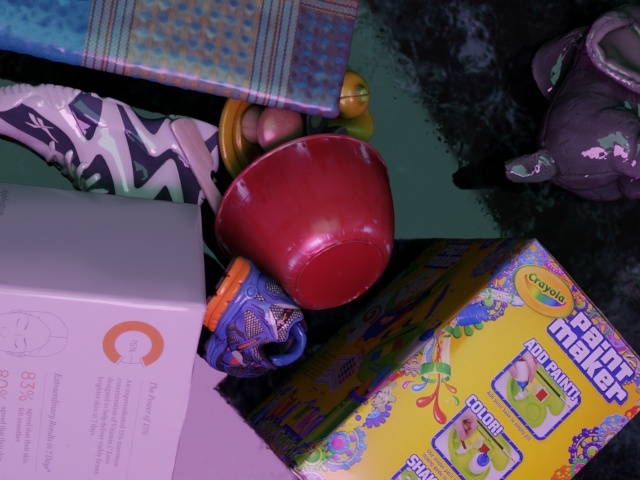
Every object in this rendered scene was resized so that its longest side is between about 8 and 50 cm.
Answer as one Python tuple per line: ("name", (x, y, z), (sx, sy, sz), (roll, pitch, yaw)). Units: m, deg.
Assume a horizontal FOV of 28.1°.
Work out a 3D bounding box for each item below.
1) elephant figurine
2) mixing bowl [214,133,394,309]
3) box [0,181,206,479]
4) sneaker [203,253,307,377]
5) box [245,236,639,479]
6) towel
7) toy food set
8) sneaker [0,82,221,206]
("elephant figurine", (0.298, -0.168, 1.302), (0.169, 0.186, 0.240), (-6, 77, 31))
("mixing bowl", (0.000, 0.000, 1.205), (0.181, 0.181, 0.098), (-18, 50, -10))
("box", (-0.287, 0.079, 1.120), (0.345, 0.168, 0.215), (7, 122, -11))
("sneaker", (-0.056, 0.091, 1.185), (0.087, 0.221, 0.083), (32, 76, 11))
("box", (0.105, 0.150, 1.177), (0.279, 0.290, 0.177), (-43, 97, -7))
("towel", (-0.140, -0.275, 1.169), (0.370, 0.040, 0.272), (12, 82, -10))
("toy food set", (-0.023, -0.104, 1.230), (0.218, 0.071, 0.128), (-32, 115, -29))
("sneaker", (-0.218, -0.054, 1.213), (0.234, 0.094, 0.153), (12, 79, -21))
